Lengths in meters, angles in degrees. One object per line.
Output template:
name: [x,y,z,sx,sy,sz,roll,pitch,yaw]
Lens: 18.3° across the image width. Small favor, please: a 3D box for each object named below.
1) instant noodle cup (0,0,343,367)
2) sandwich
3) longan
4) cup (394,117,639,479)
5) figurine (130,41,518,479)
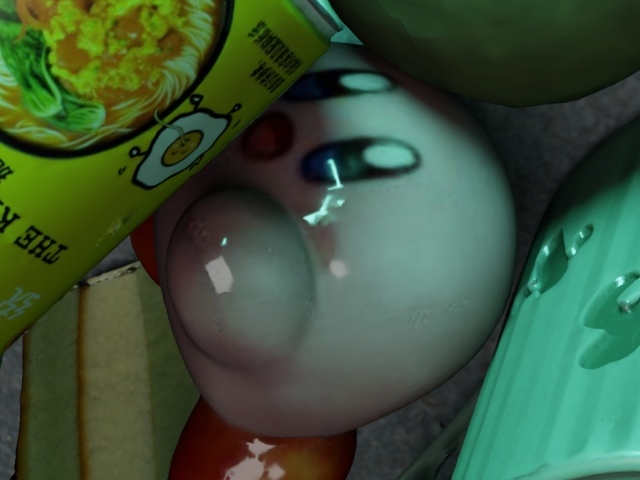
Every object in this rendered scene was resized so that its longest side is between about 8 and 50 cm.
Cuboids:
instant noodle cup: [-0.161,-0.122,0.928,0.254,0.325,0.325,-36,103,6]
sandwich: [-0.091,0.160,1.329,0.155,0.227,0.198,-19,145,18]
longan: [0.102,-0.197,1.031,0.258,0.258,0.258,5,115,10]
cup: [0.206,0.156,1.108,0.310,0.392,0.401,31,122,4]
figurine: [0.005,0.004,1.140,0.211,0.269,0.261,-6,144,-9]
